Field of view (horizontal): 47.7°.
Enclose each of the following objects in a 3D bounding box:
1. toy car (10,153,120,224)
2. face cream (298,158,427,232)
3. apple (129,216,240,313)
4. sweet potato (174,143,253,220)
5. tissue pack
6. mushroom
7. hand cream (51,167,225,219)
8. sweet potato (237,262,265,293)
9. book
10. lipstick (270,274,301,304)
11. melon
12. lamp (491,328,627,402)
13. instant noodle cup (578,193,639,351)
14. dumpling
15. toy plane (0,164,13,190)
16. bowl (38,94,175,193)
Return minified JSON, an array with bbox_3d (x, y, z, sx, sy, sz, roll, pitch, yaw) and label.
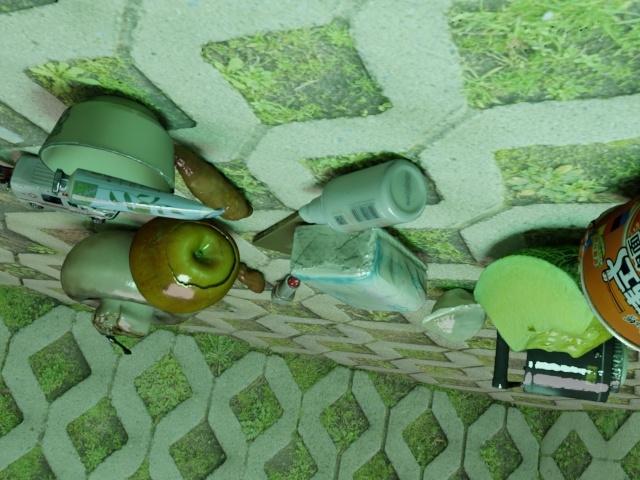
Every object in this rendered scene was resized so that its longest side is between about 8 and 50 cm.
[{"bbox_3d":[-0.497,-0.105,1.427,0.209,0.090,0.108,14,158,-1],"label":"toy car"},{"bbox_3d":[0.056,-0.063,1.203,0.101,0.101,0.251,22,160,-34],"label":"face cream"},{"bbox_3d":[-0.293,0.044,1.588,0.207,0.237,0.237,-20,148,35],"label":"apple"},{"bbox_3d":[-0.202,-0.093,1.321,0.072,0.066,0.314,-36,148,8],"label":"sweet potato"},{"bbox_3d":[0.083,0.059,1.485,0.201,0.124,0.271,2,163,33],"label":"tissue pack"},{"bbox_3d":[-0.479,0.134,1.833,0.362,0.295,0.362,11,162,4],"label":"mushroom"},{"bbox_3d":[-0.277,-0.067,1.114,0.255,0.055,0.088,10,168,-19],"label":"hand cream"},{"bbox_3d":[-0.187,0.106,1.991,0.055,0.058,0.202,50,178,29],"label":"sweet potato"},{"bbox_3d":[0.000,0.000,1.580,0.216,0.021,0.310,17,162,-22],"label":"book"},{"bbox_3d":[-0.086,0.126,1.996,0.063,0.057,0.186,14,157,-12],"label":"lipstick"},{"bbox_3d":[0.471,0.108,1.342,0.331,0.226,0.344,21,150,5],"label":"melon"},{"bbox_3d":[0.640,0.302,1.851,0.272,0.205,0.374,4,179,36],"label":"lamp"},{"bbox_3d":[0.506,0.016,0.983,0.250,0.251,0.192,11,155,-1],"label":"instant noodle cup"},{"bbox_3d":[0.355,0.178,1.785,0.215,0.126,0.166,23,143,-28],"label":"dumpling"},{"bbox_3d":[-0.647,-0.135,1.457,0.130,0.061,0.189,29,175,26],"label":"toy plane"},{"bbox_3d":[-0.319,-0.150,1.124,0.211,0.112,0.211,8,163,3],"label":"bowl"}]
